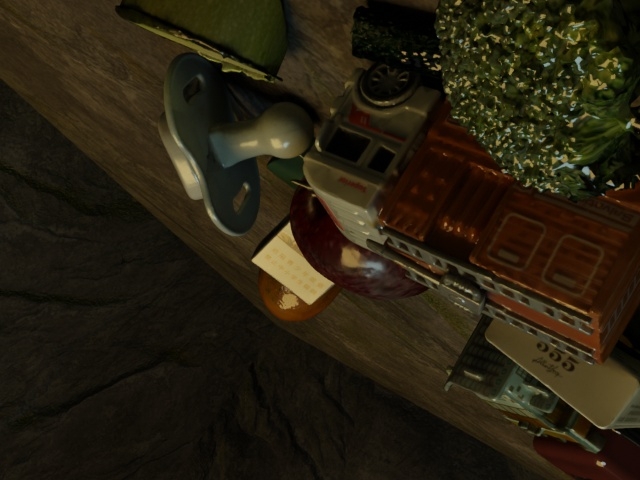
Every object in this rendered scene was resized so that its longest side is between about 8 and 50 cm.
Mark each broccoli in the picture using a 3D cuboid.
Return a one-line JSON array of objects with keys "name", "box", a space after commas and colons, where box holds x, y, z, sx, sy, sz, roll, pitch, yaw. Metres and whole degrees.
[{"name": "broccoli", "box": [0.178, -0.127, 0.517, 0.226, 0.197, 0.176, 11, 141, -27]}]

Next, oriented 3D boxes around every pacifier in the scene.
[{"name": "pacifier", "box": [-0.117, -0.162, 1.123, 0.233, 0.244, 0.299, -7, 121, 24]}]

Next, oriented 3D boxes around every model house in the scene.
[{"name": "model house", "box": [0.326, 0.178, 1.087, 0.215, 0.224, 0.198, 36, 167, -8]}]

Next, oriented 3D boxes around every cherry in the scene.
[{"name": "cherry", "box": [0.083, -0.018, 1.052, 0.300, 0.202, 0.230, 27, 172, -37]}]

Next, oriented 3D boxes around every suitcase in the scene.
[{"name": "suitcase", "box": [0.583, 0.411, 1.419, 0.236, 0.161, 0.297, 34, 166, -1]}]

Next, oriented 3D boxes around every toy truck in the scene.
[{"name": "toy truck", "box": [0.162, -0.037, 0.766, 0.388, 0.207, 0.173, 26, 164, 32]}]

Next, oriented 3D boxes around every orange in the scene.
[{"name": "orange", "box": [-0.036, 0.060, 1.521, 0.171, 0.240, 0.240, 42, 166, -6]}]

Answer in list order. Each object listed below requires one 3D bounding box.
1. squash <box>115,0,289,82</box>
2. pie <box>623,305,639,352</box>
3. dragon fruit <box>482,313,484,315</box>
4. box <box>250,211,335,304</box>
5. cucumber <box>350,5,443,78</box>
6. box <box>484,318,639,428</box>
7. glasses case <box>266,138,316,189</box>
[{"name": "squash", "box": [-0.131, -0.284, 0.896, 0.220, 0.133, 0.220, 25, 179, 0]}, {"name": "pie", "box": [0.449, 0.120, 0.885, 0.248, 0.090, 0.201, 40, 168, -10]}, {"name": "dragon fruit", "box": [0.237, 0.015, 0.962, 0.235, 0.135, 0.137, 57, 166, -14]}, {"name": "box", "box": [0.000, -0.001, 1.303, 0.149, 0.067, 0.233, 37, 125, -14]}, {"name": "cucumber", "box": [0.118, -0.183, 0.704, 0.215, 0.052, 0.058, 25, -176, 32]}, {"name": "box", "box": [0.319, 0.146, 0.844, 0.168, 0.071, 0.259, 39, -166, 36]}, {"name": "glasses case", "box": [-0.035, -0.134, 1.254, 0.078, 0.039, 0.184, 38, 166, -13]}]
